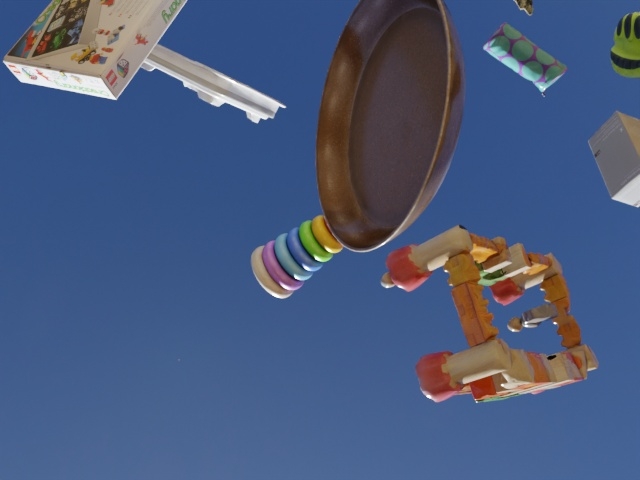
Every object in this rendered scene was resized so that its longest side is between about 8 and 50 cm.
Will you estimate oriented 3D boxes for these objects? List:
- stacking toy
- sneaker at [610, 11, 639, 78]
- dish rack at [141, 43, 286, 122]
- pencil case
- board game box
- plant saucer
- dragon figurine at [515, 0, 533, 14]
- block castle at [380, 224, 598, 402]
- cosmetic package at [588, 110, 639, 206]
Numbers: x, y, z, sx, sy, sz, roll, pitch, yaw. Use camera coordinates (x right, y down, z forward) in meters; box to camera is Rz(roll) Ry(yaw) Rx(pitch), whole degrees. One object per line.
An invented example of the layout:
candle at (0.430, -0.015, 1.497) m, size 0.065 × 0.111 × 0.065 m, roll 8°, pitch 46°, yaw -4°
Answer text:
stacking toy at (0.000, 0.000, 1.348) m, size 0.330 × 0.141 × 0.141 m, roll -34°, pitch -93°, yaw 22°
sneaker at (0.462, -0.217, 0.658) m, size 0.124 × 0.295 × 0.109 m, roll -10°, pitch -59°, yaw -5°
dish rack at (-0.274, -0.380, 1.386) m, size 0.333 × 0.286 × 0.072 m, roll 31°, pitch -78°, yaw 25°
pencil case at (0.386, -0.346, 1.094) m, size 0.152 × 0.070 × 0.064 m, roll 39°, pitch -70°, yaw 6°
board game box at (-0.334, -0.364, 0.920) m, size 0.193 × 0.053 × 0.305 m, roll 15°, pitch -116°, yaw 20°
plant saucer at (0.074, -0.140, 0.663) m, size 0.050 × 0.311 × 0.310 m, roll 5°, pitch -103°, yaw -22°
dragon figurine at (0.207, -0.305, 0.512) m, size 0.085 × 0.144 × 0.289 m, roll 31°, pitch -137°, yaw -20°
block castle at (0.341, 0.165, 1.169) m, size 0.454 × 0.213 × 0.302 m, roll 12°, pitch -123°, yaw -43°
cosmetic package at (0.840, -0.223, 1.579) m, size 0.107 × 0.127 × 0.237 m, roll 16°, pitch -133°, yaw -14°
